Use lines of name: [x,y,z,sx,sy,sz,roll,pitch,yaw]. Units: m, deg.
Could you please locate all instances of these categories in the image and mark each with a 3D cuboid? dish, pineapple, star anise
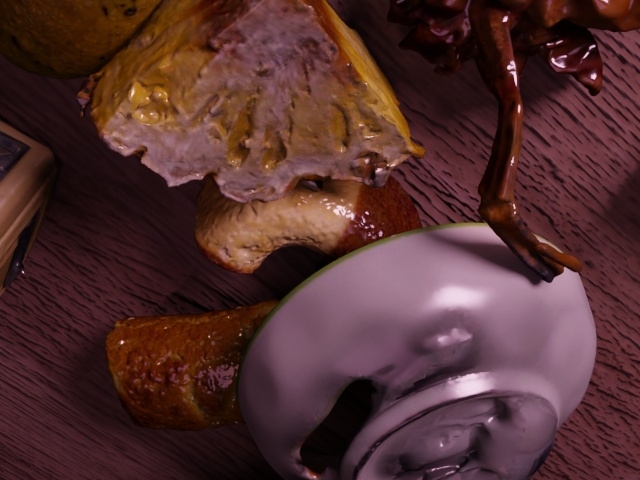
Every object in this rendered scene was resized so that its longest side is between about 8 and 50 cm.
dish: [0.098,0.145,0.610,0.324,0.124,0.324,-10,133,-11]
pineapple: [-0.039,-0.107,0.492,0.236,0.114,0.186,-4,138,-24]
star anise: [0.152,-0.134,0.480,0.237,0.148,0.346,2,113,10]

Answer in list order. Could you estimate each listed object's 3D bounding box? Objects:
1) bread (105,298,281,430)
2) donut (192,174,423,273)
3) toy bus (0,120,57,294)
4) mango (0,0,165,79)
bread: [-0.108,0.126,0.708,0.172,0.103,0.132,-6,120,14]
donut: [-0.002,-0.001,0.621,0.217,0.085,0.141,28,122,-10]
toy bus: [-0.348,0.031,0.528,0.202,0.365,0.177,26,124,-12]
mango: [-0.156,-0.238,0.450,0.176,0.176,0.329,43,131,33]
